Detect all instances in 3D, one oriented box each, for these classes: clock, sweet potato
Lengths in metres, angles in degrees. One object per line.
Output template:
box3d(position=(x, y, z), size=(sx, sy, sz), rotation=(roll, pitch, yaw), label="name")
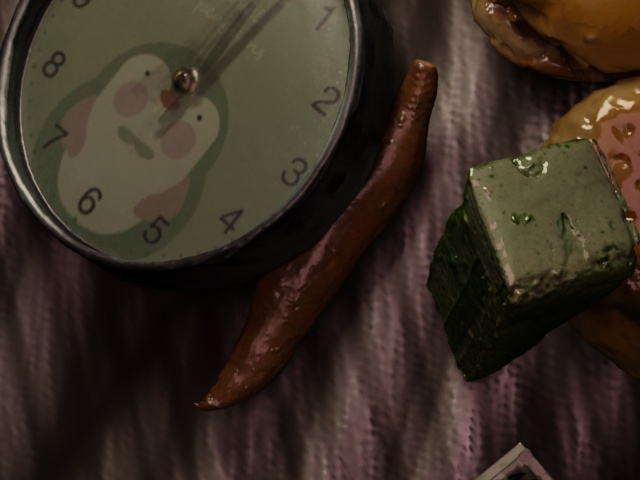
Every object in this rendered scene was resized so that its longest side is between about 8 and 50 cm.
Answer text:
box3d(position=(-0.101, -0.122, 1.182), size=(0.319, 0.066, 0.319), rotation=(-5, 75, 20), label="clock")
box3d(position=(0.000, 0.000, 1.182), size=(0.314, 0.066, 0.072), rotation=(-54, 38, 0), label="sweet potato")

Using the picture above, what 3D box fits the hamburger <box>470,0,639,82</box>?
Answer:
box3d(position=(0.245, -0.272, 1.140), size=(0.284, 0.174, 0.304), rotation=(-9, 87, -5), label="hamburger")

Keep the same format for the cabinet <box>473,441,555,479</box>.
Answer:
box3d(position=(0.126, 0.236, 1.050), size=(0.145, 0.206, 0.150), rotation=(-39, 78, 1), label="cabinet")

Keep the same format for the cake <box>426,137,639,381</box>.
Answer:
box3d(position=(0.110, 0.028, 1.070), size=(0.099, 0.235, 0.100), rotation=(-12, 72, -29), label="cake")

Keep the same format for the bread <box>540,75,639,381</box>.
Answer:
box3d(position=(0.268, -0.002, 1.108), size=(0.244, 0.134, 0.244), rotation=(-2, 82, 11), label="bread")
